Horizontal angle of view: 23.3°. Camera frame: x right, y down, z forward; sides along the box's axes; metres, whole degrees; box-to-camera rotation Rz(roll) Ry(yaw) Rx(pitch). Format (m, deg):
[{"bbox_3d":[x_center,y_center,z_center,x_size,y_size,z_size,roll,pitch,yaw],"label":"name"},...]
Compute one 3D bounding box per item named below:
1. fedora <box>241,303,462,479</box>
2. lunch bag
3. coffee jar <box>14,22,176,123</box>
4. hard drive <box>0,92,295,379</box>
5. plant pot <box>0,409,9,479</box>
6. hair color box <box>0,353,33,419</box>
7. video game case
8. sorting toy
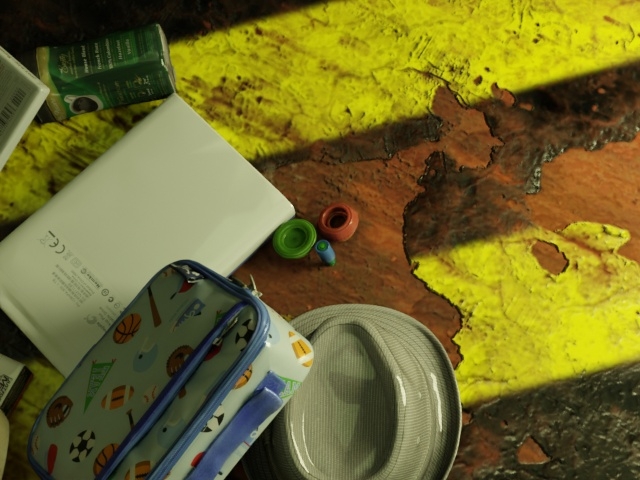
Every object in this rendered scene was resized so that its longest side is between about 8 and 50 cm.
[{"bbox_3d":[0.028,0.177,1.647,0.244,0.124,0.275,7,69,7],"label":"fedora"},{"bbox_3d":[-0.154,0.165,1.614,0.303,0.115,0.243,-53,35,-5],"label":"lunch bag"},{"bbox_3d":[-0.268,-0.196,1.838,0.184,0.096,0.079,-12,70,0],"label":"coffee jar"},{"bbox_3d":[-0.216,0.004,1.783,0.319,0.040,0.210,-42,71,-11],"label":"hard drive"},{"bbox_3d":[-0.433,0.229,1.614,0.191,0.284,0.284,15,68,-18],"label":"plant pot"},{"bbox_3d":[-0.402,0.147,1.741,0.141,0.043,0.072,23,72,15],"label":"hair color box"},{"bbox_3d":[-0.437,-0.147,1.821,0.193,0.023,0.212,40,107,18],"label":"video game case"},{"bbox_3d":[0.000,0.000,1.770,0.102,0.042,0.061,-24,55,3],"label":"sorting toy"}]
